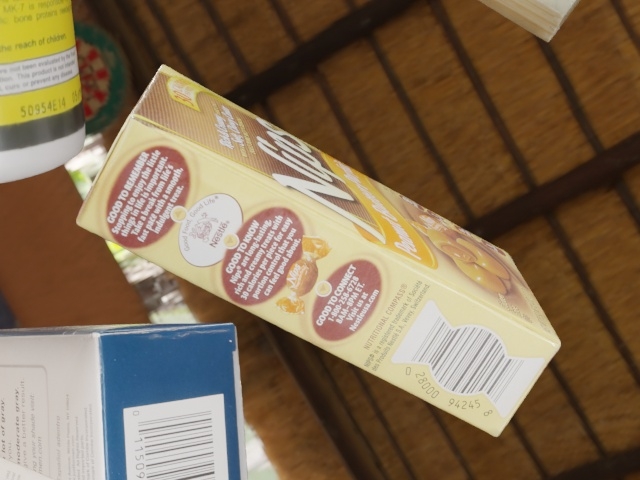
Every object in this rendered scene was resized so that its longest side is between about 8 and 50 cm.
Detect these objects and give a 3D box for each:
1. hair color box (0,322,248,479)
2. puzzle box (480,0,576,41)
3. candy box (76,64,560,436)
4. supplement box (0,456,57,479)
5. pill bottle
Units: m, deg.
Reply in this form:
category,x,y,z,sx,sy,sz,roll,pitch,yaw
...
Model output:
category,x,y,z,sx,sy,sz,roll,pitch,yaw
hair color box,-0.198,0.145,0.736,0.347,0.105,0.173,-6,-94,45
puzzle box,0.178,-0.441,1.366,0.409,0.272,0.052,34,-33,9
candy box,0.000,0.000,0.771,0.316,0.087,0.183,28,15,-11
supplement box,-0.085,0.124,0.379,0.098,0.036,0.062,28,33,-17
pill bottle,-0.181,-0.137,0.513,0.119,0.119,0.208,31,-53,58
